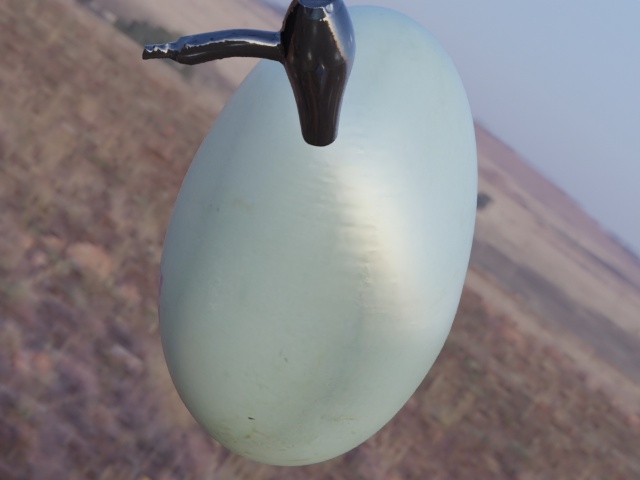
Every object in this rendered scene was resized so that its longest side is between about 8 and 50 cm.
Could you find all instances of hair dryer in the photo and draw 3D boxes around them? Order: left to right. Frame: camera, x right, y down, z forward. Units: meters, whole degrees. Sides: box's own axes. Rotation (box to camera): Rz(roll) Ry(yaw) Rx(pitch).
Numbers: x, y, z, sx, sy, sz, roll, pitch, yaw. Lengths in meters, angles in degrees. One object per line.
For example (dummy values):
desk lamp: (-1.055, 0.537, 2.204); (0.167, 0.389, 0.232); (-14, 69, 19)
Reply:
hair dryer: (-0.028, -0.068, 0.613); (0.083, 0.079, 0.031); (0, 50, -2)

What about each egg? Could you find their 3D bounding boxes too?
egg: (0.000, 0.000, 1.168); (0.230, 0.371, 0.230); (14, 22, -6)
